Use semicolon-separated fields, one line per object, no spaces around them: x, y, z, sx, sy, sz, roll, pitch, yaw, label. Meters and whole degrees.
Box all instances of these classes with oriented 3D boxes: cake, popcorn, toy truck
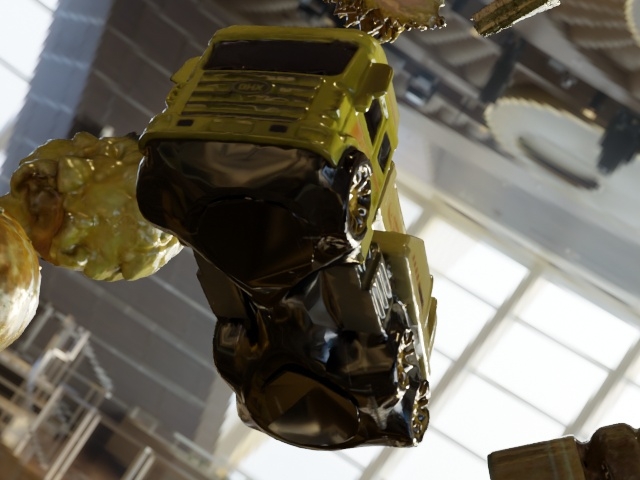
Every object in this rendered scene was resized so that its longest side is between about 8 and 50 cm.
0.303;-0.361;1.961;0.055;0.140;0.051;-1;67;-62;cake
-0.342;-0.049;1.902;0.286;0.252;0.215;12;-59;21;popcorn
0.000;0.000;1.083;0.180;0.254;0.405;3;-40;19;toy truck

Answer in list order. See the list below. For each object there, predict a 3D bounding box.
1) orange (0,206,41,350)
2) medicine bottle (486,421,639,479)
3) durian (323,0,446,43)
-0.524;0.034;1.641;0.329;0.249;0.329;39;5;-4;orange
0.268;0.160;0.725;0.151;0.322;0.151;-14;90;-83;medicine bottle
0.014;-0.363;1.403;0.195;0.305;0.185;-1;-8;-20;durian
